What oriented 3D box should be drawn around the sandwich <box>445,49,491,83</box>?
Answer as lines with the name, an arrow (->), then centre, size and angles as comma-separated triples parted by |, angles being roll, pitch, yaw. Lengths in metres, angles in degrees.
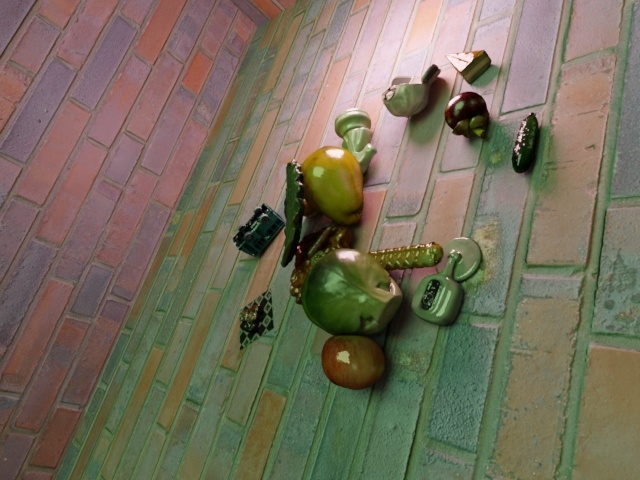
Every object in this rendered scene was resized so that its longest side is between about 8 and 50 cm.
sandwich -> 0.578, -0.706, 1.770 | 0.113, 0.079, 0.163 | -38, 39, 22

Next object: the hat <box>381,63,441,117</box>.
hat -> 0.387, -0.619, 1.880 | 0.275, 0.161, 0.231 | -45, 30, -23

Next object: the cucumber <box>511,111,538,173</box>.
cucumber -> 0.648, -0.311, 1.424 | 0.069, 0.069, 0.228 | -3, 59, 48

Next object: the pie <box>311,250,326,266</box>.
pie -> -0.004, 0.079, 1.750 | 0.084, 0.020, 0.085 | -25, 49, 32

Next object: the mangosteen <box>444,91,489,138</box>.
mangosteen -> 0.525, -0.432, 1.609 | 0.155, 0.182, 0.146 | -30, 0, 9

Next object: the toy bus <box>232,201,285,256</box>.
toy bus -> -0.308, -0.047, 2.259 | 0.256, 0.147, 0.128 | -49, 36, 4

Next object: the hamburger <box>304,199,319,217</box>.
hamburger -> -0.026, -0.205, 2.067 | 0.262, 0.124, 0.131 | -54, 37, 7

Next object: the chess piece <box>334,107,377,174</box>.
chess piece -> 0.162, -0.423, 2.006 | 0.175, 0.175, 0.299 | -27, 60, 35

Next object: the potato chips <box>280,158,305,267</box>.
potato chips -> -0.123, -0.106, 1.859 | 0.359, 0.069, 0.430 | -102, 18, -53

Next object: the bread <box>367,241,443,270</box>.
bread -> 0.269, 0.061, 1.541 | 0.367, 0.077, 0.084 | -10, 63, 56

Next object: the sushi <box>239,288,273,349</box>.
sushi -> -0.314, 0.350, 2.067 | 0.231, 0.047, 0.220 | -36, 42, 27

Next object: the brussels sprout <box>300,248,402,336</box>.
brussels sprout -> 0.101, 0.179, 1.509 | 0.354, 0.281, 0.290 | 19, 72, 42

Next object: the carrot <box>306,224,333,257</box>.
carrot -> 0.000, 0.000, 1.791 | 0.165, 0.035, 0.035 | -53, 37, 1

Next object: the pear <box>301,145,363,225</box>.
pear -> 0.065, -0.226, 1.871 | 0.285, 0.336, 0.285 | -43, 2, 2

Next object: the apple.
apple -> 0.104, 0.388, 1.444 | 0.209, 0.209, 0.164 | -12, 67, 44

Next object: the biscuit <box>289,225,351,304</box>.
biscuit -> -0.007, 0.100, 1.843 | 0.318, 0.110, 0.312 | -17, 54, 41

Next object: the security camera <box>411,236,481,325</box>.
security camera -> 0.391, 0.114, 1.409 | 0.157, 0.080, 0.302 | 10, 70, 52
